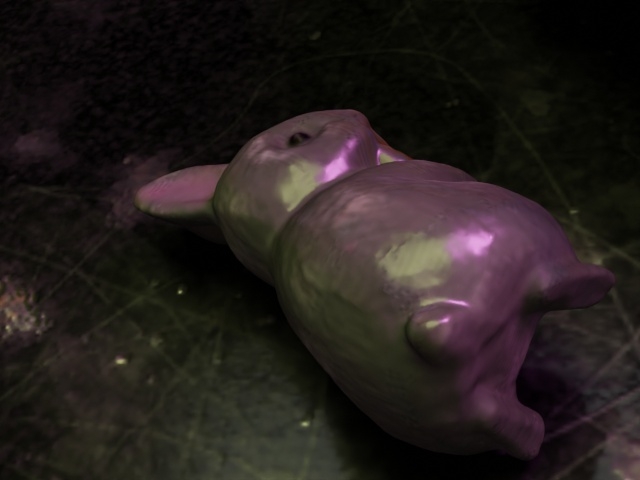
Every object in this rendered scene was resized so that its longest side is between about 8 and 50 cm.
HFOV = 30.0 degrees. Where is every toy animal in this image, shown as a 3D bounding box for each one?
[{"bbox_3d":[0.008,-0.006,0.517,0.236,0.138,0.108,37,99,33],"label":"toy animal"}]
